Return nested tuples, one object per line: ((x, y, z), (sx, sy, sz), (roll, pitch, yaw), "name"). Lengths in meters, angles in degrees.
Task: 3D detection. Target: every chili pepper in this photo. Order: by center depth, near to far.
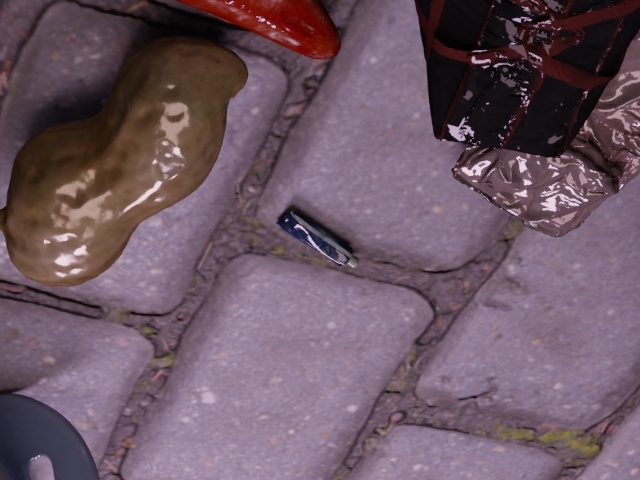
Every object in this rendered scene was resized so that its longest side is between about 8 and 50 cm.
((-0.046, -0.172, 1.065), (0.169, 0.065, 0.088), (30, 127, -35), "chili pepper")

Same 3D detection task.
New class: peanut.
((-0.151, -0.057, 1.144), (0.263, 0.101, 0.117), (-36, 148, 28), "peanut")

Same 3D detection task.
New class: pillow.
((0.227, -0.091, 1.179), (0.135, 0.049, 0.248), (33, 122, -27), "pillow")

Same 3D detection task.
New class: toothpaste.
((0.000, 0.000, 1.276), (0.083, 0.019, 0.027), (32, 142, -28), "toothpaste")

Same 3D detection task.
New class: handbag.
((0.139, -0.176, 0.995), (0.155, 0.169, 0.215), (6, 136, -10), "handbag")

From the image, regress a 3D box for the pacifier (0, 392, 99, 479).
((-0.328, 0.278, 1.424), (0.299, 0.244, 0.233), (-12, 166, 10), "pacifier")
